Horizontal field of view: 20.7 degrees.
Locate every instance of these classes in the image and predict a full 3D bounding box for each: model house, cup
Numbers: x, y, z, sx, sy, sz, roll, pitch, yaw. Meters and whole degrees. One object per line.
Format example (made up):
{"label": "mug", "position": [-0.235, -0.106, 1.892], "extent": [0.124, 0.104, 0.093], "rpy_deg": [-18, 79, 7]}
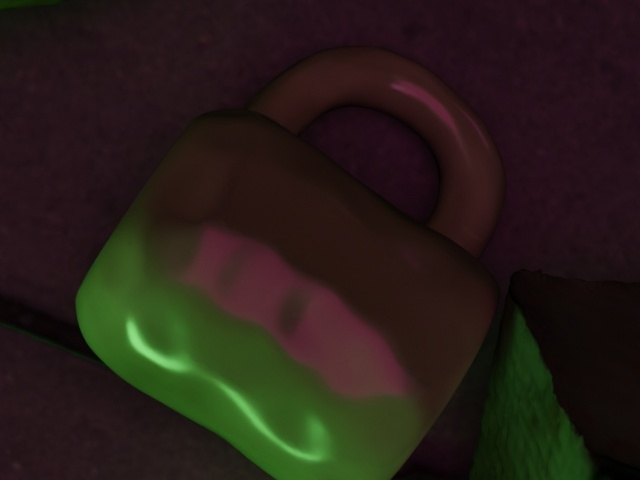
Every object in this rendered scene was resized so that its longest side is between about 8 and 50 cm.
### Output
{"label": "model house", "position": [0.229, 0.186, 0.997], "extent": [0.298, 0.243, 0.284], "rpy_deg": [7, 122, -13]}
{"label": "cup", "position": [0.000, 0.002, 1.017], "extent": [0.202, 0.173, 0.255], "rpy_deg": [34, 89, -4]}

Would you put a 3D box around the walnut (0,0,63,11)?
{"label": "walnut", "position": [-0.206, -0.244, 0.982], "extent": [0.283, 0.283, 0.227], "rpy_deg": [-5, 49, -3]}
